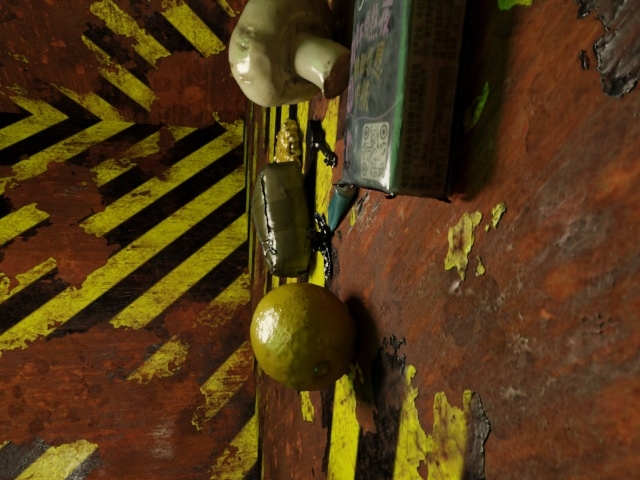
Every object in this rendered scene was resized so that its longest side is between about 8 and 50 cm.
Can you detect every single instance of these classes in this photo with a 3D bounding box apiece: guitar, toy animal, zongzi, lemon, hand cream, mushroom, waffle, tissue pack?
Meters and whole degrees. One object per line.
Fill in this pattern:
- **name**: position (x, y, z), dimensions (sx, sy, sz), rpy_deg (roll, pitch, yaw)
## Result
- **guitar**: position (-0.003, -0.268, 1.249), dimensions (0.271, 0.038, 0.084), rpy_deg (-112, 26, -56)
- **toy animal**: position (0.000, 0.000, 1.205), dimensions (0.108, 0.062, 0.220), rpy_deg (68, -170, -56)
- **zongzi**: position (-0.147, -0.035, 1.487), dimensions (0.393, 0.174, 0.356), rpy_deg (145, 120, -67)
- **lemon**: position (-0.038, 0.208, 0.980), dimensions (0.263, 0.235, 0.236), rpy_deg (50, 140, 38)
- **hand cream**: position (0.043, -0.089, 1.076), dimensions (0.224, 0.048, 0.083), rpy_deg (118, 150, -71)
- **mushroom**: position (-0.049, -0.462, 1.108), dimensions (0.336, 0.314, 0.315), rpy_deg (39, 134, 32)
- **waffle**: position (-0.128, -0.288, 1.662), dimensions (0.329, 0.062, 0.330), rpy_deg (179, 90, -74)
- **tissue pack**: position (0.115, -0.248, 0.659), dimensions (0.259, 0.121, 0.362), rpy_deg (-143, 57, -74)
